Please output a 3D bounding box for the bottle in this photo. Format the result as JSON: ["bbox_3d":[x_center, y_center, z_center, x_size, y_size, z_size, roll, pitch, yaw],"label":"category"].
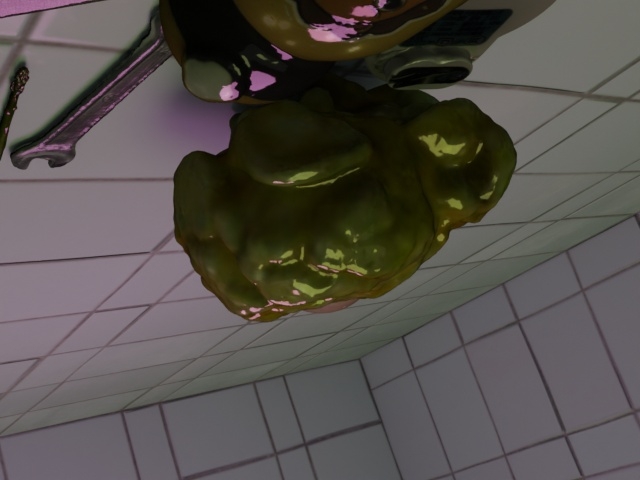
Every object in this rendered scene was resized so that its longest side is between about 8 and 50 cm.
[{"bbox_3d":[0.023,-0.204,0.535,0.171,0.172,0.351,-4,164,-42],"label":"bottle"}]

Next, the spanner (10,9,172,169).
[{"bbox_3d":[-0.207,-0.141,0.791,0.302,0.018,0.071,-31,160,36],"label":"spanner"}]

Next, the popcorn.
[{"bbox_3d":[0.016,-0.035,0.893,0.334,0.292,0.294,-38,138,-32],"label":"popcorn"}]

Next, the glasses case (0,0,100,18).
[{"bbox_3d":[-0.210,-0.187,0.540,0.204,0.071,0.047,-15,160,-14],"label":"glasses case"}]

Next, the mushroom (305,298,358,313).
[{"bbox_3d":[0.000,0.000,1.242,0.204,0.204,0.204,-18,164,-5],"label":"mushroom"}]

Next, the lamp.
[{"bbox_3d":[0.112,-0.227,0.703,0.179,0.108,0.246,-2,155,-19],"label":"lamp"}]

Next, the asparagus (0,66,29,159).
[{"bbox_3d":[-0.294,-0.116,0.775,0.016,0.013,0.166,31,144,-12],"label":"asparagus"}]
